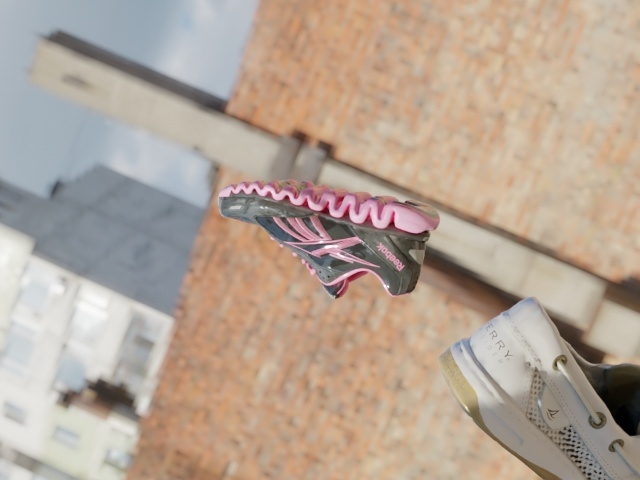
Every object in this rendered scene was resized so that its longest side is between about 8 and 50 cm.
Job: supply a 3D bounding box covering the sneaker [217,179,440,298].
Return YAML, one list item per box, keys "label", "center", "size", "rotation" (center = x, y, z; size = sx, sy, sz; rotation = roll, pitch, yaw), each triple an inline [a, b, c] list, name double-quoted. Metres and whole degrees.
- label: "sneaker"
  center: [0.000, 0.000, 0.923]
  size: [0.047, 0.119, 0.057]
  rotation: [-12, -68, -65]

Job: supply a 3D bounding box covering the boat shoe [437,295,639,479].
- label: "boat shoe"
  center: [0.195, 0.127, 1.208]
  size: [0.096, 0.098, 0.277]
  rotation: [-43, -49, 11]
